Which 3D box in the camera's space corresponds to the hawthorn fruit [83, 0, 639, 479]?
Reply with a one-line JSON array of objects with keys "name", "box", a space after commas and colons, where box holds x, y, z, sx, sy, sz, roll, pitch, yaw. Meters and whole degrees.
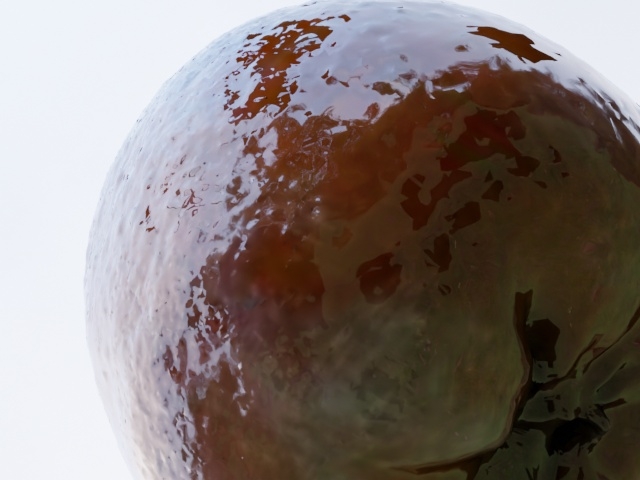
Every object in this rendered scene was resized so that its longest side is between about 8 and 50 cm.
[{"name": "hawthorn fruit", "box": [0.014, 0.018, 0.527, 0.231, 0.263, 0.235, -48, -15, -43]}]
